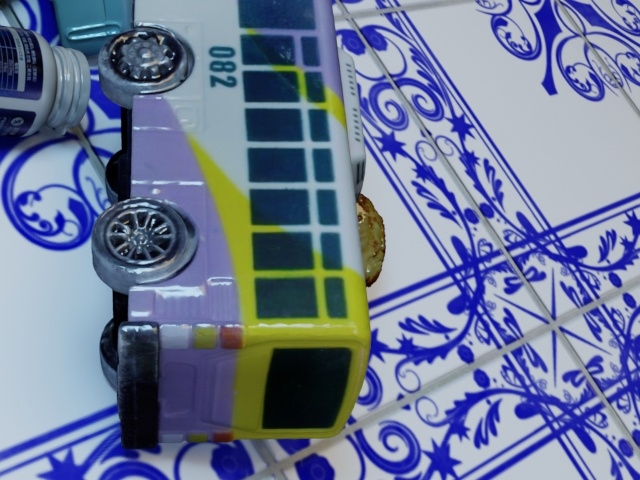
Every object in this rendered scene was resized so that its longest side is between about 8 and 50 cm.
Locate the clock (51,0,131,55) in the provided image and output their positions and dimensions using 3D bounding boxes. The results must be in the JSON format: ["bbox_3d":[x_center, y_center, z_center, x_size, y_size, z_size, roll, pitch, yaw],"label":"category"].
[{"bbox_3d":[-0.264,-0.351,1.268,0.094,0.223,0.274,-10,54,-12],"label":"clock"}]

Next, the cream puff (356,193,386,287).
[{"bbox_3d":[0.000,0.000,1.288,0.149,0.084,0.149,17,50,-22],"label":"cream puff"}]

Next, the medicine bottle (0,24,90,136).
[{"bbox_3d":[-0.325,-0.155,1.136,0.192,0.107,0.107,2,58,-37],"label":"medicine bottle"}]

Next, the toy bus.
[{"bbox_3d":[-0.081,-0.047,1.110,0.249,0.209,0.439,0,54,-8],"label":"toy bus"}]
